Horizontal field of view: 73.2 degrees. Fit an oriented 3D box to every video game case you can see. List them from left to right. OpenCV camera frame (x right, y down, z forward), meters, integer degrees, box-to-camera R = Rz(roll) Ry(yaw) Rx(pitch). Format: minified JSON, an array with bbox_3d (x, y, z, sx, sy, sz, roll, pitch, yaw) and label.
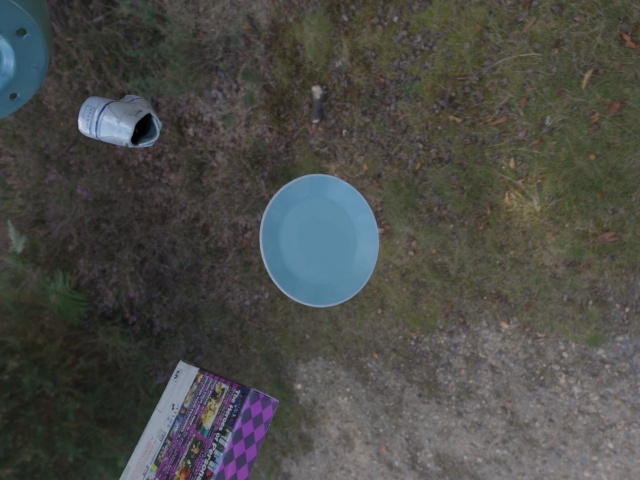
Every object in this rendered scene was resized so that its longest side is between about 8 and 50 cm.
[{"bbox_3d":[-0.154,0.254,0.453,0.042,0.232,0.210,35,155,-28],"label":"video game case"}]

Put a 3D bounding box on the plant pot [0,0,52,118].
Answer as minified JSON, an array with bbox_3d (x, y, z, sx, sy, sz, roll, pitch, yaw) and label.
[{"bbox_3d":[-0.444,-0.263,0.459,0.235,0.293,0.293,49,132,10],"label":"plant pot"}]

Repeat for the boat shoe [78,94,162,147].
[{"bbox_3d":[-0.287,-0.173,0.666,0.076,0.226,0.083,22,107,-10],"label":"boat shoe"}]

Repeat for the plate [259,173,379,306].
[{"bbox_3d":[0.000,0.000,0.614,0.024,0.188,0.188,-9,99,63],"label":"plate"}]
